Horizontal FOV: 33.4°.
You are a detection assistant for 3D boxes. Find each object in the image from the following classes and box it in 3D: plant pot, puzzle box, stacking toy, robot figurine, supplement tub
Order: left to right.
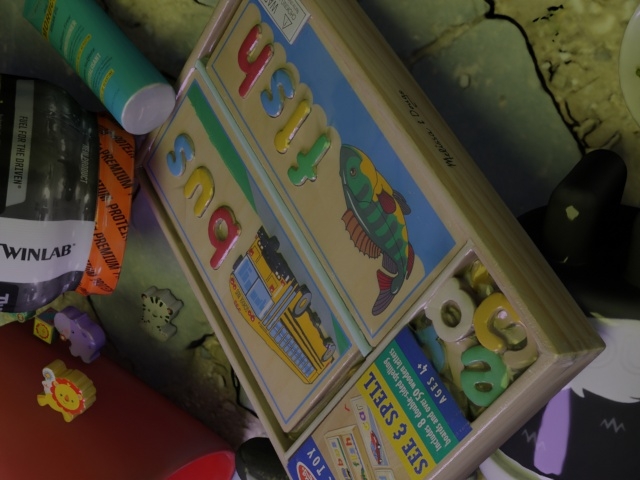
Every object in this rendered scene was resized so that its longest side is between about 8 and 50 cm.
[{"bbox_3d":[-0.338,-0.047,0.904,0.337,0.207,0.207,6,125,-17],"label":"supplement tub"},{"bbox_3d":[-0.264,0.068,1.025,0.221,0.167,0.052,26,124,16],"label":"stacking toy"},{"bbox_3d":[-0.258,0.224,1.058,0.243,0.275,0.275,41,127,18],"label":"plant pot"},{"bbox_3d":[0.000,0.000,0.804,0.272,0.052,0.409,-55,55,36],"label":"puzzle box"},{"bbox_3d":[0.202,0.079,0.774,0.209,0.173,0.278,-130,37,-54],"label":"robot figurine"}]

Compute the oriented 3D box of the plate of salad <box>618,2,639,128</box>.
[{"bbox_3d":[0.290,-0.103,0.676,0.199,0.048,0.200,12,139,11],"label":"plate of salad"}]

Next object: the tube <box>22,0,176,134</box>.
[{"bbox_3d":[-0.200,-0.174,0.924,0.207,0.052,0.080,47,125,29],"label":"tube"}]

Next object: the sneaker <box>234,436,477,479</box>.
[{"bbox_3d":[0.038,0.195,0.983,0.228,0.086,0.132,18,117,9],"label":"sneaker"}]
